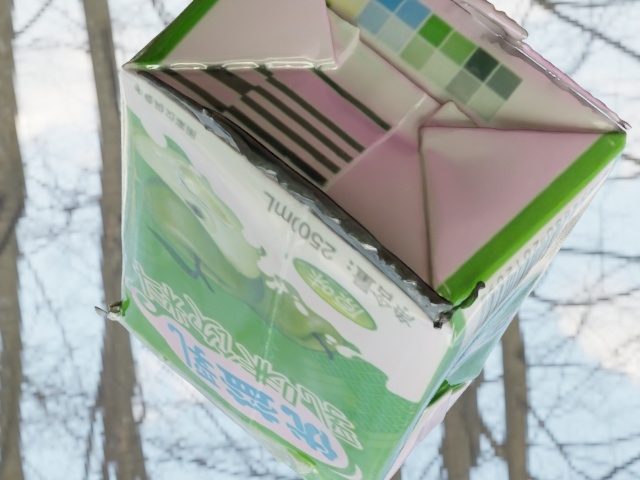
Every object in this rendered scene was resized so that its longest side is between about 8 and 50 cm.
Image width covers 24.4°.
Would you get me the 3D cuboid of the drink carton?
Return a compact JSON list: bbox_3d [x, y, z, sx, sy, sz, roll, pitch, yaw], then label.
[{"bbox_3d":[0.000,0.000,0.612,0.161,0.271,0.108,40,-114,11],"label":"drink carton"}]
